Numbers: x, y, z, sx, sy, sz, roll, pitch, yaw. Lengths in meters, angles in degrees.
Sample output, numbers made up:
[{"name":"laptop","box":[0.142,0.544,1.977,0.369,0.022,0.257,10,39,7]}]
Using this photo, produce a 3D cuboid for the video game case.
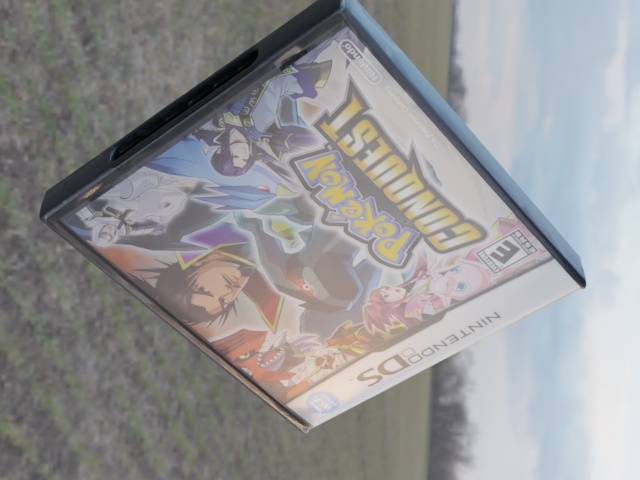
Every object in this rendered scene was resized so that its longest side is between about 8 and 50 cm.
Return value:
[{"name":"video game case","box":[0.000,0.000,0.785,0.275,0.248,0.035,43,28,-31]}]
